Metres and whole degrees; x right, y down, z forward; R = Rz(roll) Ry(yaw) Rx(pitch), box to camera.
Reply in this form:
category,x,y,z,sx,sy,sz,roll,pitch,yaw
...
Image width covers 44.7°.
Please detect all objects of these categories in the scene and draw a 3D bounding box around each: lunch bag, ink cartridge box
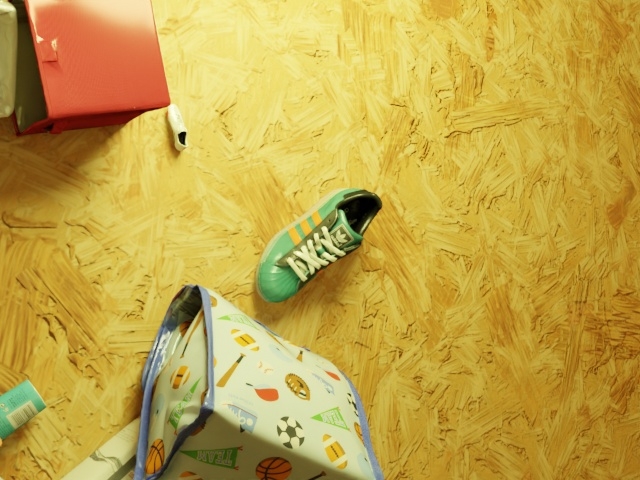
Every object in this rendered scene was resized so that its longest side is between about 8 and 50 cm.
category,x,y,z,sx,sy,sz,roll,pitch,yaw
lunch bag,-0.111,0.265,1.263,0.327,0.385,0.239,33,112,-25
ink cartridge box,-0.320,0.416,1.252,0.218,0.092,0.159,-39,109,-32

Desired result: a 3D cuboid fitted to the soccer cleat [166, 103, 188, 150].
category,x,y,z,sx,sy,sz,roll,pitch,yaw
soccer cleat,-0.248,-0.198,1.359,0.029,0.035,0.083,-12,95,-34

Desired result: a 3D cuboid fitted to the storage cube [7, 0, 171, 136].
category,x,y,z,sx,sy,sz,roll,pitch,yaw
storage cube,-0.367,-0.276,1.190,0.193,0.183,0.215,-13,95,-35

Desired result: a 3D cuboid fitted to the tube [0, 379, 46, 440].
category,x,y,z,sx,sy,sz,roll,pitch,yaw
tube,-0.511,0.288,1.153,0.207,0.052,0.080,-35,102,-25

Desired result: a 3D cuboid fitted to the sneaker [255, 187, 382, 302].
category,x,y,z,sx,sy,sz,roll,pitch,yaw
sneaker,0.000,0.000,1.471,0.302,0.121,0.108,-48,113,-26

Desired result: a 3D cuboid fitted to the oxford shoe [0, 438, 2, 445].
category,x,y,z,sx,sy,sz,roll,pitch,yaw
oxford shoe,-0.531,0.243,0.966,0.129,0.363,0.133,-27,76,5

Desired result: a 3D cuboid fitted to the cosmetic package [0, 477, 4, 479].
category,x,y,z,sx,sy,sz,roll,pitch,yaw
cosmetic package,-0.503,0.523,1.037,0.377,0.097,0.284,-39,110,-4

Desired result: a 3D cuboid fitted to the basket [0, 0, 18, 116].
category,x,y,z,sx,sy,sz,roll,pitch,yaw
basket,-0.503,-0.271,1.106,0.113,0.103,0.167,-8,127,-34
